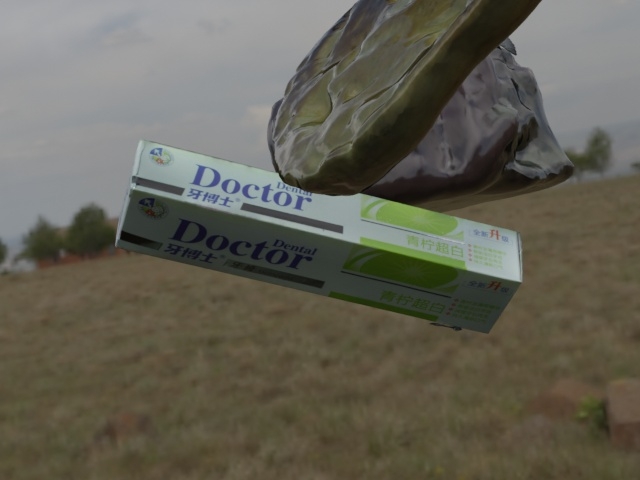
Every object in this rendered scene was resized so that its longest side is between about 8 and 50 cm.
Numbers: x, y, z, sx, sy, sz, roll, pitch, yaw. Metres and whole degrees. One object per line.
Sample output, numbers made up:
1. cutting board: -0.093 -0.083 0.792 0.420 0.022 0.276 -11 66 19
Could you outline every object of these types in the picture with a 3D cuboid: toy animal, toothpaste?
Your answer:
1. toy animal: 0.203 -0.247 1.504 0.050 0.028 0.084 -14 35 -29
2. toothpaste: 0.000 0.000 1.028 0.336 0.067 0.081 13 -44 -11

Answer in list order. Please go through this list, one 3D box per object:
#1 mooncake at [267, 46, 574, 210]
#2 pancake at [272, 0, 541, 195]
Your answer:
1. mooncake: 0.118 -0.128 1.528 0.350 0.212 0.381 -19 -6 13
2. pancake: 0.068 -0.134 0.700 0.294 0.049 0.294 -46 15 16
